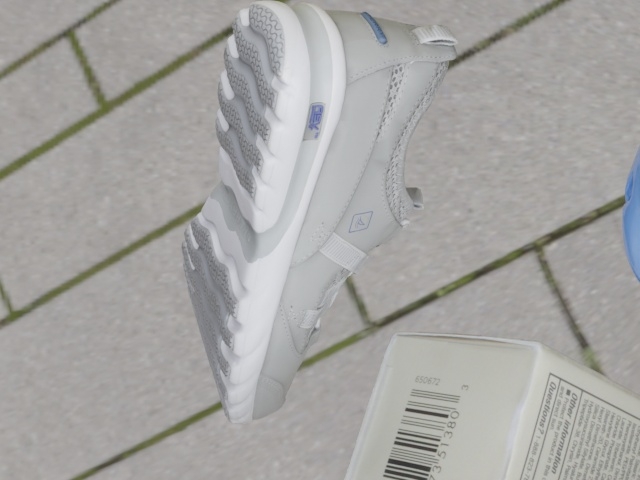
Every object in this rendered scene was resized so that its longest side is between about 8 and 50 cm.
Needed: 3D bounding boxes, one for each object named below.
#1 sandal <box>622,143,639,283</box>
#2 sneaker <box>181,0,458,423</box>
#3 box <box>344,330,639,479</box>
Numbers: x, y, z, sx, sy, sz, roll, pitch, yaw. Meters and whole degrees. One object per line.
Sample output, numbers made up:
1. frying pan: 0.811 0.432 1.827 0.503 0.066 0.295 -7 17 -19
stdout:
1. sandal: 0.226 -0.056 0.648 0.126 0.317 0.138 35 141 17
2. sneaker: 0.000 0.000 0.768 0.281 0.115 0.105 108 150 -47
3. box: 0.167 0.172 0.836 0.121 0.311 0.148 0 66 53
